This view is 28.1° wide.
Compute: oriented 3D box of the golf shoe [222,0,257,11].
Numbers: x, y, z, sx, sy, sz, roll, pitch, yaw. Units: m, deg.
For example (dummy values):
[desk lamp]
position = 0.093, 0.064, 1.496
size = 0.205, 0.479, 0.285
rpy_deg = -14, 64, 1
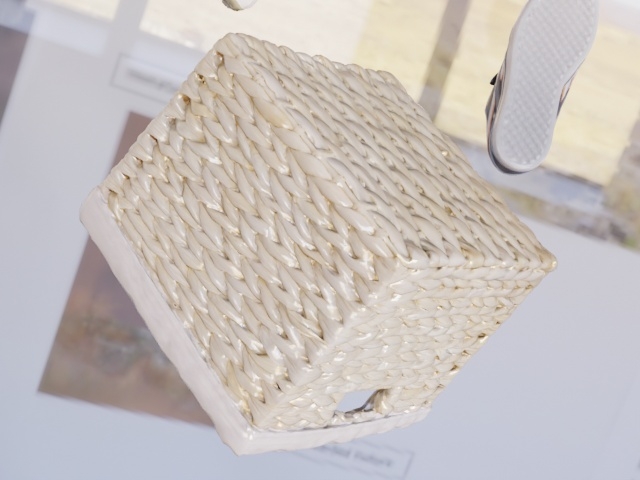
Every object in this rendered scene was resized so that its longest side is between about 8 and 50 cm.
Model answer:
[golf shoe]
position = -0.063, -0.287, 1.071
size = 0.086, 0.186, 0.067
rpy_deg = -2, 14, 11

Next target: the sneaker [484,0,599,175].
[sneaker]
position = 0.330, -0.253, 1.977
size = 0.126, 0.321, 0.127
rpy_deg = 22, -8, -1

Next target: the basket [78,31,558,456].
[basket]
position = 0.000, 0.000, 1.295
size = 0.328, 0.266, 0.331
rpy_deg = 3, 43, -54
